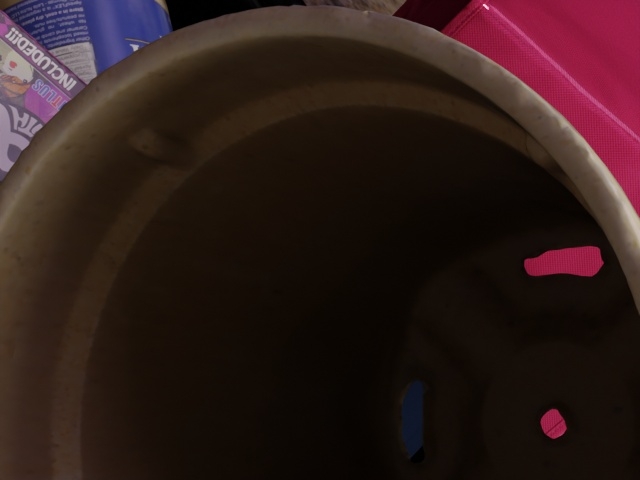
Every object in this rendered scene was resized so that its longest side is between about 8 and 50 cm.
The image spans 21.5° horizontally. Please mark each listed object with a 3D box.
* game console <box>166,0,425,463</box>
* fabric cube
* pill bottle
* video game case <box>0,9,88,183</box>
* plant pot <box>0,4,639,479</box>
[{"bbox_3d":[0.000,0.000,1.011,0.044,0.213,0.361,-25,71,-29],"label":"game console"},{"bbox_3d":[0.141,-0.051,1.203,0.258,0.259,0.254,40,30,-9],"label":"fabric cube"},{"bbox_3d":[-0.128,-0.044,0.965,0.123,0.123,0.219,10,57,-47],"label":"pill bottle"},{"bbox_3d":[-0.164,0.013,0.833,0.232,0.042,0.210,41,64,-8],"label":"video game case"},{"bbox_3d":[0.054,0.088,0.758,0.305,0.334,0.334,8,45,-59],"label":"plant pot"}]
